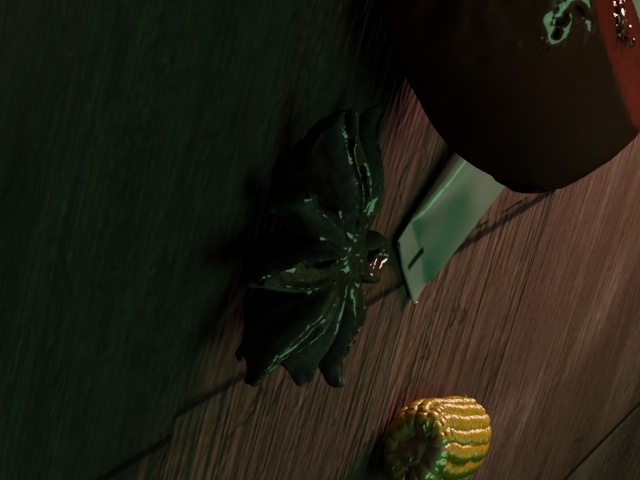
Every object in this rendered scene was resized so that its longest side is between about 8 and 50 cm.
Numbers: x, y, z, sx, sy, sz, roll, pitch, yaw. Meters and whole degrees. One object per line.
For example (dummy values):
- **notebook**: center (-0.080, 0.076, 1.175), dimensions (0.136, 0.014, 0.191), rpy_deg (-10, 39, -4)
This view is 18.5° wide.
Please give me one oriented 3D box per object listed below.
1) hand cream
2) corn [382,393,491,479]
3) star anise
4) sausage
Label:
- **hand cream**: center (0.156, -0.097, 1.491), dimensions (0.321, 0.067, 0.109), rpy_deg (-55, 159, -17)
- **corn**: center (0.100, 0.168, 1.620), dimensions (0.165, 0.063, 0.085), rpy_deg (-3, 90, -70)
- **star anise**: center (0.000, 0.000, 1.189), dimensions (0.195, 0.065, 0.182), rpy_deg (14, 94, -66)
- **sausage**: center (0.125, -0.125, 1.241), dimensions (0.152, 0.152, 0.280), rpy_deg (-62, 157, -12)
